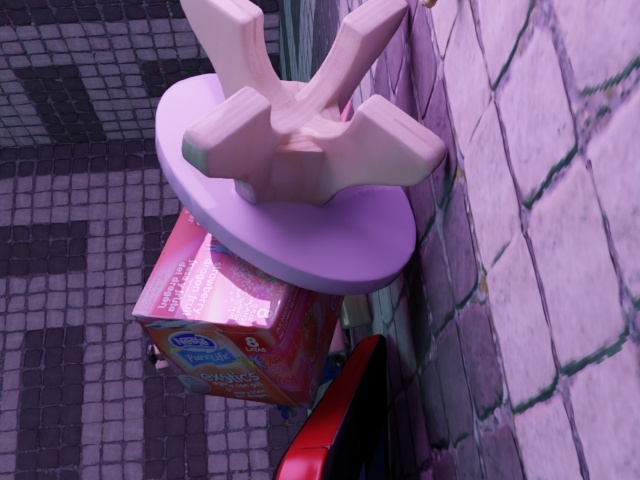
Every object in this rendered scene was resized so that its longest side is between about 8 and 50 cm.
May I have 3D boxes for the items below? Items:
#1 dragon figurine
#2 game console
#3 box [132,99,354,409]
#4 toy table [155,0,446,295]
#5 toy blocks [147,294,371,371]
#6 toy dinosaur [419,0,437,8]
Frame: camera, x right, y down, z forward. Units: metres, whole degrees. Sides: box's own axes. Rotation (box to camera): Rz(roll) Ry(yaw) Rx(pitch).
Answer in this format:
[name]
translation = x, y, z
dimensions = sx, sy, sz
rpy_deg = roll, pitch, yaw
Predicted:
[dragon figurine]
translation = -0.023, 0.194, 1.271
dimensions = 0.085, 0.144, 0.289
rpy_deg = -104, 11, -62
[game console]
translation = 0.034, 0.332, 0.748
dimensions = 0.342, 0.060, 0.387
rpy_deg = -38, -52, -66
[box]
translation = -0.052, 0.002, 0.752
dimensions = 0.154, 0.142, 0.300
rpy_deg = 71, -151, -47
[toy table]
translation = -0.020, -0.094, 0.610
dimensions = 0.252, 0.274, 0.161
rpy_deg = -57, -7, -35
[toy blocks]
translation = -0.107, 0.045, 1.073
dimensions = 0.288, 0.308, 0.260
rpy_deg = 113, 147, -70
[toy dinosaur]
translation = 0.067, -0.249, 0.484
dimensions = 0.092, 0.053, 0.183
rpy_deg = -164, 61, -68
